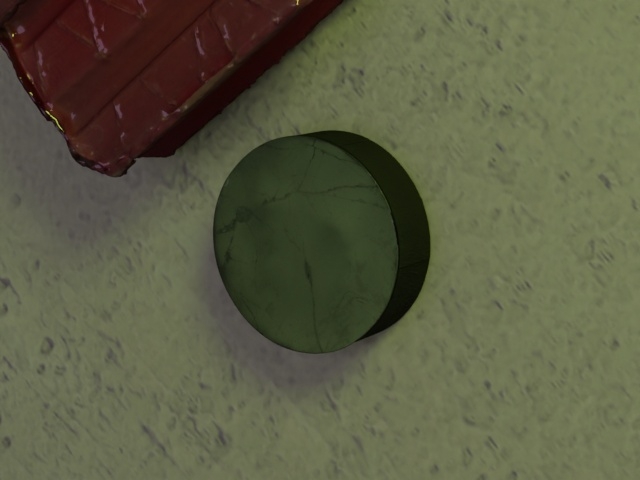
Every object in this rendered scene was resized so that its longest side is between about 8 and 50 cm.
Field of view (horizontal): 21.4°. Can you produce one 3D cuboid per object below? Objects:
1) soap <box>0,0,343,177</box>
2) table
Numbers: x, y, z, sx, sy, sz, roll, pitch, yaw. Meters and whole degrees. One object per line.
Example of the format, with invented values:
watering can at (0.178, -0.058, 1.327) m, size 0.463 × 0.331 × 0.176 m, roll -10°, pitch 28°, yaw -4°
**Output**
soap at (-0.082, -0.164, 1.027) m, size 0.250 × 0.099 × 0.162 m, roll -37°, pitch 78°, yaw 33°
table at (0.000, 0.000, 1.038) m, size 0.133 × 0.043 × 0.133 m, roll 7°, pitch 102°, yaw 32°
